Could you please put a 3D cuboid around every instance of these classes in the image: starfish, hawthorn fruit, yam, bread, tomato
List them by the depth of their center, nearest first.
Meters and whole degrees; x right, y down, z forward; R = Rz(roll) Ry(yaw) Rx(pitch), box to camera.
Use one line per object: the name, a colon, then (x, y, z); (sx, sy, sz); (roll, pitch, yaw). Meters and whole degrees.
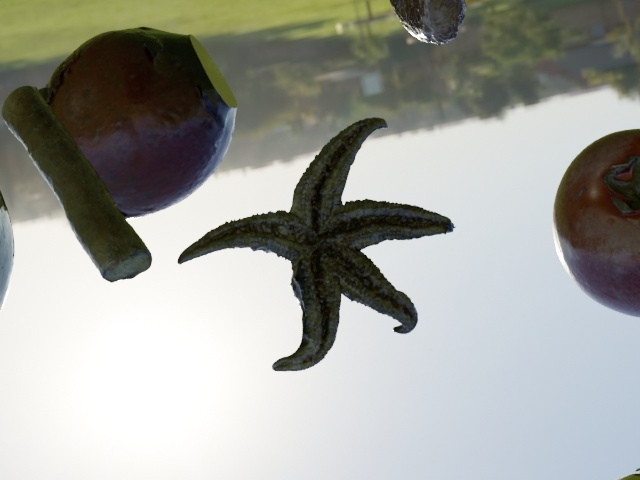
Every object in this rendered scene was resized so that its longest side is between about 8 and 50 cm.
starfish: (-0.002, 0.001, 1.081); (0.238, 0.213, 0.057); (5, 173, -19)
bread: (0.114, -0.313, 1.500); (0.064, 0.193, 0.193); (-17, -173, -9)
yam: (-0.300, -0.074, 1.608); (0.066, 0.300, 0.066); (-28, 154, -15)
tomato: (0.457, -0.018, 1.839); (0.270, 0.270, 0.227); (-11, 147, 14)
hawthorn fruit: (-0.267, -0.180, 1.979); (0.316, 0.316, 0.316); (-12, -174, 1)

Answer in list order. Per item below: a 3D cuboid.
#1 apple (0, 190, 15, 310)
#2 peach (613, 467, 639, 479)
apple: (-0.390, 0.006, 1.031); (0.292, 0.292, 0.254); (-6, -146, 45)
peach: (0.293, 0.342, 1.053); (0.281, 0.314, 0.315); (-35, 146, 6)
